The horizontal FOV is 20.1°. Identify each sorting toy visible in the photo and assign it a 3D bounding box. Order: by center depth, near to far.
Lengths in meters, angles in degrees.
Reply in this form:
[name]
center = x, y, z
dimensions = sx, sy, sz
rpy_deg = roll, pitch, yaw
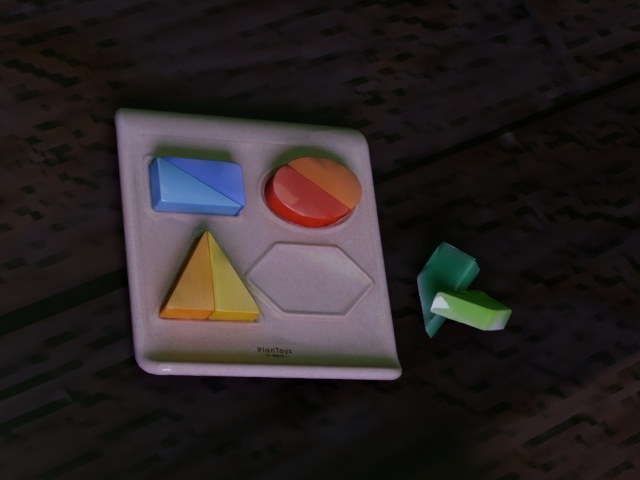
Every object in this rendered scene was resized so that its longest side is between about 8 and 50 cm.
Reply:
[sorting toy]
center = 0.000, 0.000, 0.375
dimensions = 0.083, 0.012, 0.062
rpy_deg = 3, 61, -24
